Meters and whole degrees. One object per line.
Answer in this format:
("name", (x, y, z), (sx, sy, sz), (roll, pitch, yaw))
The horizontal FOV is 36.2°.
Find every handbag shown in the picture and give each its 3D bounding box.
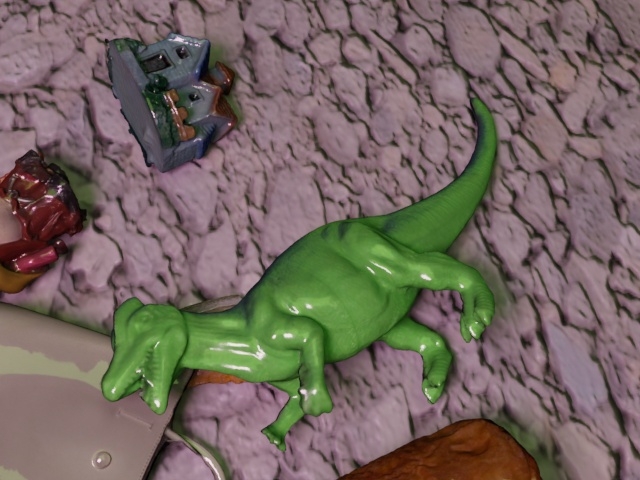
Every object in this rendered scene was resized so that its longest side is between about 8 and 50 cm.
("handbag", (-0.242, 0.202, 0.954), (0.315, 0.109, 0.241), (23, 76, 2))

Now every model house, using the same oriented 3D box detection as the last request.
("model house", (-0.154, -0.175, 1.140), (0.148, 0.119, 0.148), (-26, 70, -23))

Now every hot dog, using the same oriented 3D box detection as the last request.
("hot dog", (0.073, 0.273, 0.905), (0.272, 0.122, 0.196), (-26, 32, -20))

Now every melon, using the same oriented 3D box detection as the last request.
("melon", (-0.160, 0.121, 1.042), (0.182, 0.054, 0.098), (-12, 82, -9))

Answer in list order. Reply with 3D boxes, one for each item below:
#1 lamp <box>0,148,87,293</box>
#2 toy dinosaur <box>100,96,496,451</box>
("lamp", (-0.368, 0.014, 1.033), (0.253, 0.118, 0.118), (-39, 74, -20))
("toy dinosaur", (0.000, 0.000, 1.068), (0.374, 0.144, 0.500), (13, 51, -4))
